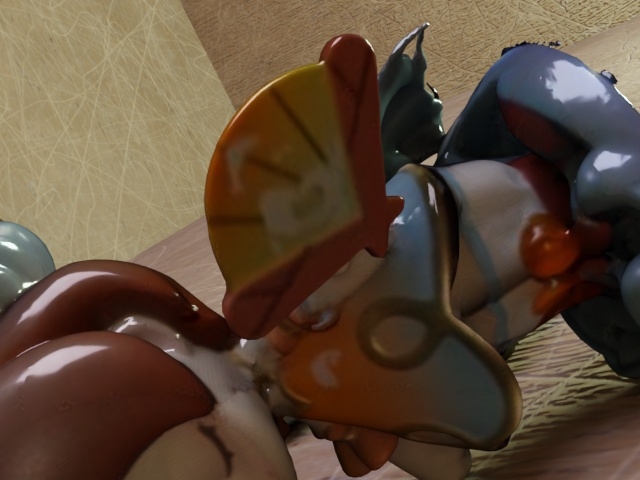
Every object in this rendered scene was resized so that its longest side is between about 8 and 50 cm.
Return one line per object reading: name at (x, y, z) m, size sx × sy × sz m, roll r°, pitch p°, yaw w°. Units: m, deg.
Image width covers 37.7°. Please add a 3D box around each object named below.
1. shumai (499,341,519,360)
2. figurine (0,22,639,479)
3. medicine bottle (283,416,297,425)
shumai at (0.098, 0.048, 0.621) m, size 0.099 × 0.124 × 0.087 m, roll -19°, pitch 53°, yaw 26°
figurine at (-0.040, 0.053, 0.465) m, size 0.388 × 0.276 × 0.248 m, roll -30°, pitch 33°, yaw -7°
medicine bottle at (-0.067, 0.113, 0.675) m, size 0.183 × 0.086 × 0.086 m, roll -29°, pitch 9°, yaw -21°
